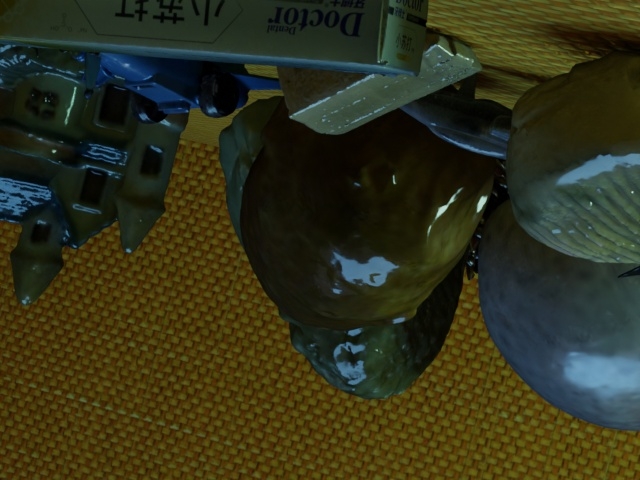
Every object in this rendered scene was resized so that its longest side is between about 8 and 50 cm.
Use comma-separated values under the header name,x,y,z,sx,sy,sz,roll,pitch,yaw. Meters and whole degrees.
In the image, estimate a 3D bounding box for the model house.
name,x,y,z,sx,sy,sz,roll,pitch,yaw
model house,-0.305,-0.077,2.242,0.267,0.325,0.194,14,-179,-8

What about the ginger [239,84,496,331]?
name,x,y,z,sx,sy,sz,roll,pitch,yaw
ginger,0.033,-0.031,1.692,0.200,0.269,0.223,40,-167,13

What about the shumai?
name,x,y,z,sx,sy,sz,roll,pitch,yaw
shumai,0.000,0.000,2.160,0.288,0.330,0.292,9,179,22

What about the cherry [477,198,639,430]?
name,x,y,z,sx,sy,sz,roll,pitch,yaw
cherry,0.329,0.044,2.005,0.326,0.291,0.335,25,157,-18

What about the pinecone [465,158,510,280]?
name,x,y,z,sx,sy,sz,roll,pitch,yaw
pinecone,0.207,-0.031,2.421,0.173,0.173,0.173,14,179,0

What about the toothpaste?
name,x,y,z,sx,sy,sz,roll,pitch,yaw
toothpaste,-0.089,-0.148,1.243,0.313,0.071,0.089,7,-178,21

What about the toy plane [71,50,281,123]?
name,x,y,z,sx,sy,sz,roll,pitch,yaw
toy plane,-0.139,-0.160,1.693,0.254,0.105,0.271,-3,174,35

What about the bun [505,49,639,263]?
name,x,y,z,sx,sy,sz,roll,pitch,yaw
bun,0.230,-0.061,1.308,0.210,0.116,0.237,20,153,-35

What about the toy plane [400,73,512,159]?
name,x,y,z,sx,sy,sz,roll,pitch,yaw
toy plane,0.188,-0.086,1.569,0.267,0.088,0.212,26,165,2

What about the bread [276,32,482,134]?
name,x,y,z,sx,sy,sz,roll,pitch,yaw
bread,0.038,-0.156,1.490,0.152,0.105,0.077,-23,160,27

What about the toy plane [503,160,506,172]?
name,x,y,z,sx,sy,sz,roll,pitch,yaw
toy plane,0.304,-0.051,1.687,0.286,0.108,0.092,2,178,1

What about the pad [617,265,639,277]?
name,x,y,z,sx,sy,sz,roll,pitch,yaw
pad,0.382,-0.006,1.610,0.243,0.004,0.163,-5,163,-40
